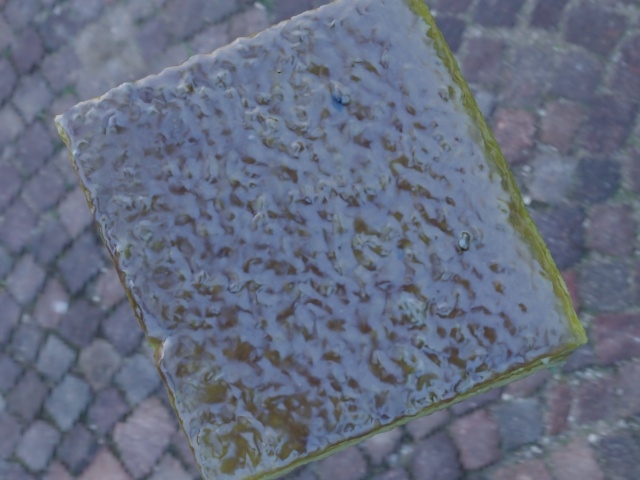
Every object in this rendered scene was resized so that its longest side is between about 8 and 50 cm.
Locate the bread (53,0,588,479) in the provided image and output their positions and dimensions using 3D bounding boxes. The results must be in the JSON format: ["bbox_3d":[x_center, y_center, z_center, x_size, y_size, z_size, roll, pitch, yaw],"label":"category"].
[{"bbox_3d":[0.000,0.000,0.352,0.090,0.035,0.094,-23,79,-6],"label":"bread"}]
